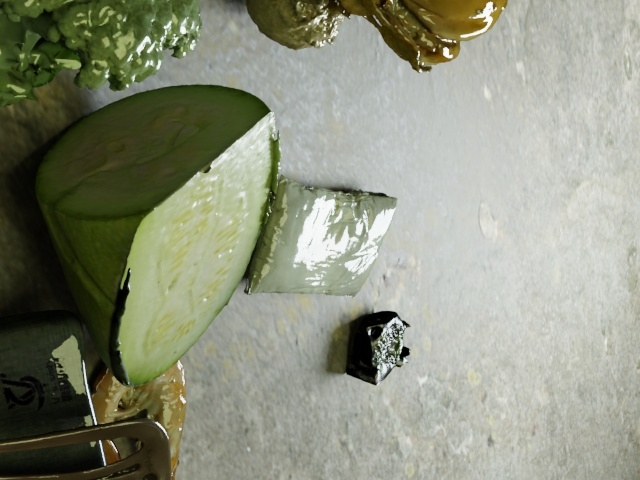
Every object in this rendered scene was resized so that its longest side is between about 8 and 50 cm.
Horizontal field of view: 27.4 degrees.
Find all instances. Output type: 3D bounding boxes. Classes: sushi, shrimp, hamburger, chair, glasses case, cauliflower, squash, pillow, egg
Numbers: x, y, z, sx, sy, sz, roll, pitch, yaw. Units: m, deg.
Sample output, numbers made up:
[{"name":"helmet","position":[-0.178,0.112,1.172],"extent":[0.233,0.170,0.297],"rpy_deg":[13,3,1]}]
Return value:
[{"name":"sushi","position":[0.082,0.141,1.803],"extent":[0.085,0.056,0.083],"rpy_deg":[-23,119,-43]},{"name":"shrimp","position":[-0.204,0.220,1.476],"extent":[0.133,0.053,0.236],"rpy_deg":[-25,124,-46]},{"name":"hamburger","position":[0.086,-0.326,1.356],"extent":[0.318,0.158,0.318],"rpy_deg":[43,33,-38]},{"name":"chair","position":[-0.280,0.263,1.162],"extent":[0.326,0.183,0.175],"rpy_deg":[0,105,-16]},{"name":"glasses case","position":[-0.273,0.229,1.293],"extent":[0.131,0.074,0.323],"rpy_deg":[-12,108,-16]},{"name":"cauliflower","position":[-0.239,-0.211,1.099],"extent":[0.250,0.275,0.272],"rpy_deg":[-48,-166,39]},{"name":"squash","position":[-0.144,0.030,1.314],"extent":[0.233,0.210,0.309],"rpy_deg":[-44,134,-36]},{"name":"pillow","position":[0.000,0.000,1.623],"extent":[0.230,0.050,0.148],"rpy_deg":[6,99,-50]},{"name":"egg","position":[-0.021,-0.262,1.394],"extent":[0.140,0.116,0.118],"rpy_deg":[-46,142,-69]}]
